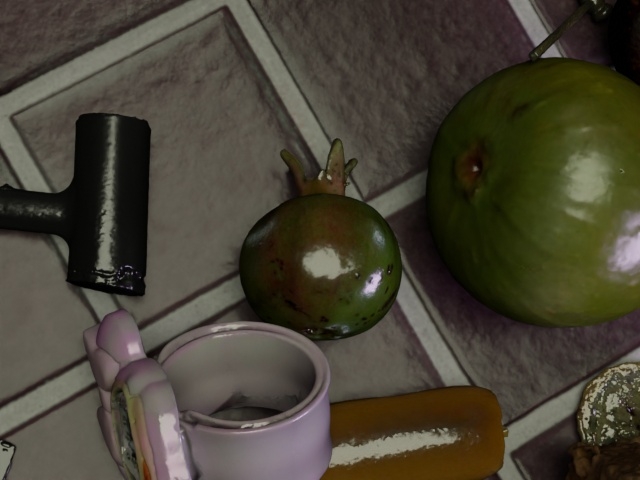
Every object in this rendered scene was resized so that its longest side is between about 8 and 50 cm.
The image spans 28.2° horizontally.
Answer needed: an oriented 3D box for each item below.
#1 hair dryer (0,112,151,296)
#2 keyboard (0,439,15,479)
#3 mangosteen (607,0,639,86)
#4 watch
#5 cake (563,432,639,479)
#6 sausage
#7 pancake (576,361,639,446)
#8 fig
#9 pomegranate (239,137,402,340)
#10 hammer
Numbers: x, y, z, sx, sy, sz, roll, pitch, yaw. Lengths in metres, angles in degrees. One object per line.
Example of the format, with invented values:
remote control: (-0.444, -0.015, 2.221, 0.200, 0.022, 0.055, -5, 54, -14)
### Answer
hair dryer: (-0.313, -0.043, 1.402, 0.251, 0.089, 0.197, 3, 82, -2)
keyboard: (-0.429, 0.215, 1.377, 0.195, 0.018, 0.060, 23, 72, -6)
mangosteen: (0.446, -0.256, 1.514, 0.192, 0.192, 0.217, 47, 40, -1)
watch: (-0.106, 0.180, 1.325, 0.217, 0.248, 0.211, -13, 120, -20)
cake: (0.423, 0.345, 1.364, 0.290, 0.256, 0.282, -1, 89, -7)
sausage: (0.044, 0.230, 1.409, 0.328, 0.112, 0.112, -7, 83, -7)
pancake: (0.375, 0.216, 1.501, 0.158, 0.028, 0.158, 1, 85, -8)
fig: (0.282, -0.041, 1.404, 0.316, 0.316, 0.316, 1, 82, -9)
pomegranate: (0.000, 0.000, 1.404, 0.181, 0.181, 0.224, 0, 66, -9)
hammer: (0.279, -0.247, 1.452, 0.058, 0.292, 0.029, 48, 123, 0)
